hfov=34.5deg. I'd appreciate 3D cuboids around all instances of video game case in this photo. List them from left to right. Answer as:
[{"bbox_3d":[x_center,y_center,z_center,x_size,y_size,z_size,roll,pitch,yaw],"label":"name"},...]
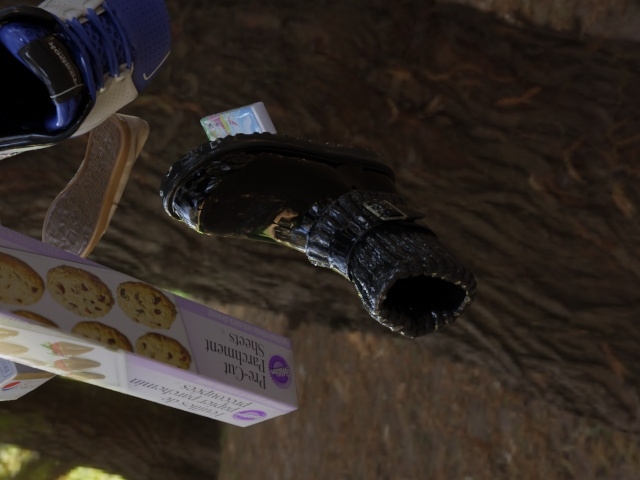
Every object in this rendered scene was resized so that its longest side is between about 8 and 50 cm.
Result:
[{"bbox_3d":[-0.105,-0.119,1.708,0.193,0.023,0.212,-2,117,58],"label":"video game case"}]

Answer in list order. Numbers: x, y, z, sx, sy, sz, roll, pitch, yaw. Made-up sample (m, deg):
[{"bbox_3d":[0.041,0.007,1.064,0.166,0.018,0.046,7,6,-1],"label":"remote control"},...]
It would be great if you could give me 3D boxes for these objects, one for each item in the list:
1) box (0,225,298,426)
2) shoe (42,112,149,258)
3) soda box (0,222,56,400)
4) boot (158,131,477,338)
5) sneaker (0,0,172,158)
[{"bbox_3d":[-0.144,0.067,0.745,0.063,0.324,0.067,-25,55,32],"label":"box"},{"bbox_3d":[-0.266,-0.057,1.238,0.219,0.076,0.058,-58,-16,25],"label":"shoe"},{"bbox_3d":[-0.351,0.057,1.066,0.216,0.069,0.074,64,-162,14],"label":"soda box"},{"bbox_3d":[0.002,-0.003,1.240,0.260,0.348,0.131,61,142,38],"label":"boot"},{"bbox_3d":[-0.220,-0.132,0.843,0.182,0.315,0.127,-3,115,45],"label":"sneaker"}]
